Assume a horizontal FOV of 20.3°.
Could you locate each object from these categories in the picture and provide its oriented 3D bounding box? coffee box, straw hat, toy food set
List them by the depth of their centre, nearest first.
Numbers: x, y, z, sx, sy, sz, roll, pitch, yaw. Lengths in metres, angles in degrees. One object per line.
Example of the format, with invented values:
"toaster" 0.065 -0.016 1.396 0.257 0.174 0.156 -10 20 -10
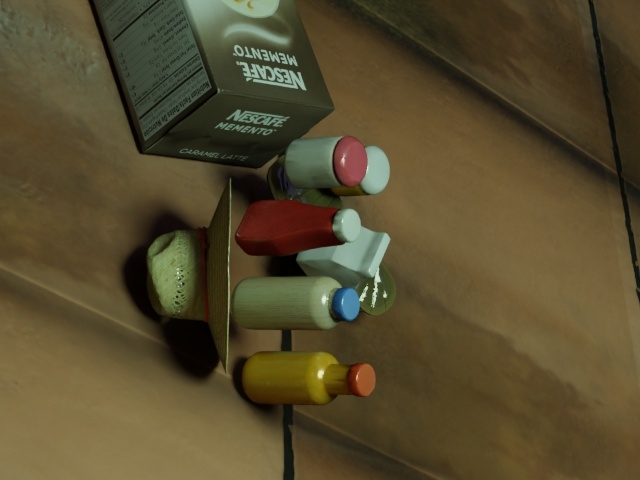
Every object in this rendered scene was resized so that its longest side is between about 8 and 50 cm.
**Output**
"straw hat" -0.096 0.025 1.298 0.061 0.144 0.144 1 52 -3
"toy food set" 0.013 0.007 1.339 0.111 0.104 0.232 54 48 -37
"coffee box" -0.101 -0.192 1.441 0.141 0.098 0.247 3 60 -49

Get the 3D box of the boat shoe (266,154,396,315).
"boat shoe" 0.000 0.000 1.451 0.056 0.049 0.152 -39 100 -31
